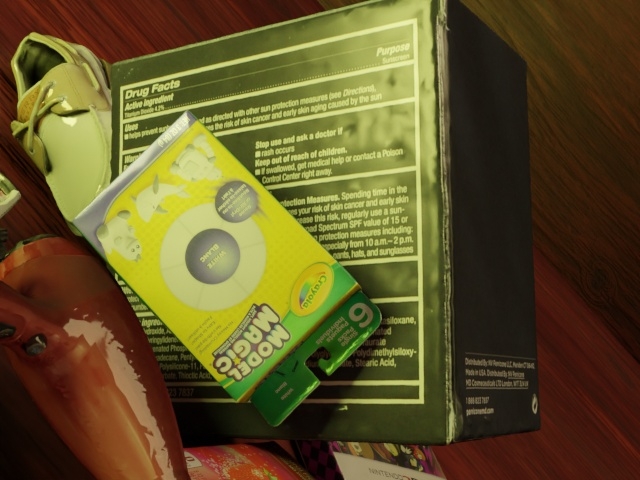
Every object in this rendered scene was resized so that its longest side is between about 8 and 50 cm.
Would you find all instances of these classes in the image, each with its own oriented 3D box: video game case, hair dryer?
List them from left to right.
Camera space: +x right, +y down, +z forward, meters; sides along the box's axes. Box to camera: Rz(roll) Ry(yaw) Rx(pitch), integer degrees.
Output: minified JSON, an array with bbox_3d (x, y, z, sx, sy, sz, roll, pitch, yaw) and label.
[{"bbox_3d":[-0.179,0.047,0.503,0.293,0.080,0.224,46,14,-13],"label":"hair dryer"},{"bbox_3d":[0.033,0.179,0.979,0.210,0.042,0.232,28,28,-46],"label":"video game case"}]

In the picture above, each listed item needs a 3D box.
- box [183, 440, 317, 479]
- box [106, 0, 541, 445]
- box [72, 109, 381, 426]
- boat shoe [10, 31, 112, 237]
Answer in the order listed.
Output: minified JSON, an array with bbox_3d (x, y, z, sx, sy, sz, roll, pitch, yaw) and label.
[{"bbox_3d":[-0.008,0.246,0.553,0.257,0.123,0.128,37,12,30],"label":"box"},{"bbox_3d":[0.000,0.000,0.709,0.182,0.296,0.294,13,75,-58],"label":"box"},{"bbox_3d":[-0.056,0.019,0.573,0.179,0.105,0.043,45,-2,9],"label":"box"},{"bbox_3d":[-0.235,-0.102,0.863,0.103,0.113,0.302,32,15,-35],"label":"boat shoe"}]
